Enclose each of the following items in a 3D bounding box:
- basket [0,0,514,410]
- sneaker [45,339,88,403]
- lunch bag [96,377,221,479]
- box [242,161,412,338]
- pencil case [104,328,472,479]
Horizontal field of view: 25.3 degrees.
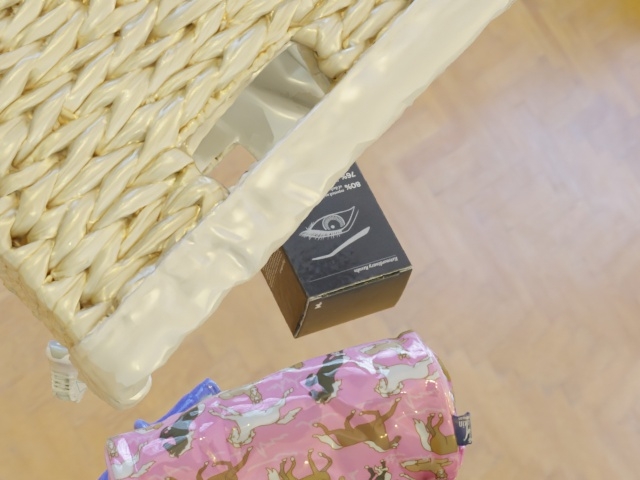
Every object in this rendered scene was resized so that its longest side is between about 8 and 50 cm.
[{"bbox_3d":[-0.105,-0.098,0.900,0.266,0.331,0.328,44,79,-3],"label":"basket"},{"bbox_3d":[-0.291,0.157,1.668,0.054,0.152,0.061,20,76,10],"label":"sneaker"},{"bbox_3d":[-0.191,0.339,2.009,0.221,0.138,0.293,-41,133,-16],"label":"lunch bag"},{"bbox_3d":[0.000,0.000,1.836,0.153,0.108,0.207,-15,63,-21],"label":"box"},{"bbox_3d":[-0.037,0.230,1.508,0.160,0.386,0.167,78,-8,-47],"label":"pencil case"}]
